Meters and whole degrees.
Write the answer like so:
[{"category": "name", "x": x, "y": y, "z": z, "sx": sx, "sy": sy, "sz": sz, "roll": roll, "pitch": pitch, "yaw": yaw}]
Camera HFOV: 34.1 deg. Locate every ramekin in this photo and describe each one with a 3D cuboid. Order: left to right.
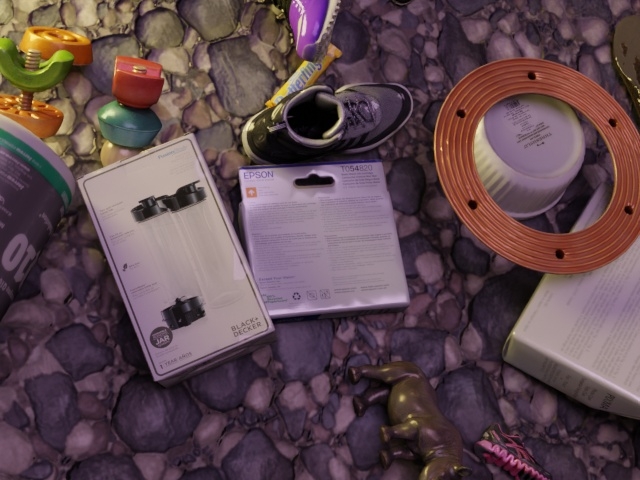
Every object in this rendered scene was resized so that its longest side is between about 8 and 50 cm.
[{"category": "ramekin", "x": 0.298, "y": -0.143, "z": 1.570, "sx": 0.207, "sy": 0.109, "sz": 0.207, "roll": 5, "pitch": 68, "yaw": -13}]

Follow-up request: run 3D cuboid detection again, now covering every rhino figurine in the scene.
[{"category": "rhino figurine", "x": 0.126, "y": 0.253, "z": 1.353, "sx": 0.106, "sy": 0.073, "sz": 0.243, "roll": -13, "pitch": 48, "yaw": -18}]

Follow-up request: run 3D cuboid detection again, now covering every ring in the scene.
[{"category": "ring", "x": 0.316, "y": -0.107, "z": 1.484, "sx": 0.336, "sy": 0.032, "sz": 0.337, "roll": 5, "pitch": 69, "yaw": -13}]

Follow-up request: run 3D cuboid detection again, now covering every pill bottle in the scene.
[{"category": "pill bottle", "x": -0.462, "y": 0.032, "z": 1.238, "sx": 0.204, "sy": 0.204, "sz": 0.361, "roll": 27, "pitch": 65, "yaw": -4}]

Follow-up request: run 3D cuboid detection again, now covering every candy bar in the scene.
[{"category": "candy bar", "x": -0.026, "y": -0.242, "z": 1.569, "sx": 0.040, "sy": 0.018, "sz": 0.161, "roll": 37, "pitch": 64, "yaw": 1}]

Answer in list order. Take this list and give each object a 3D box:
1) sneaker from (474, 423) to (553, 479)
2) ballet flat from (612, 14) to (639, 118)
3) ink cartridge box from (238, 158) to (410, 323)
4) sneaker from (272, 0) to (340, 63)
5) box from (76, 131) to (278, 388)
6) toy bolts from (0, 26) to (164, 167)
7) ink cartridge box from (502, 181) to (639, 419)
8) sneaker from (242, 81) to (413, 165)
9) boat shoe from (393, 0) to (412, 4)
[{"category": "sneaker", "x": 0.272, "y": 0.294, "z": 1.432, "sx": 0.119, "sy": 0.047, "sz": 0.057, "roll": 33, "pitch": 53, "yaw": -2}, {"category": "ballet flat", "x": 0.543, "y": -0.258, "z": 1.717, "sx": 0.084, "sy": 0.058, "sz": 0.250, "roll": -19, "pitch": 66, "yaw": 15}, {"category": "ink cartridge box", "x": 0.000, "y": 0.000, "z": 1.464, "sx": 0.223, "sy": 0.045, "sz": 0.224, "roll": -4, "pitch": 71, "yaw": -15}, {"category": "sneaker", "x": -0.048, "y": -0.389, "z": 1.576, "sx": 0.146, "sy": 0.102, "sz": 0.293, "roll": 6, "pitch": 57, "yaw": -8}, {"category": "box", "x": -0.185, "y": 0.025, "z": 1.359, "sx": 0.169, "sy": 0.087, "sz": 0.290, "roll": -24, "pitch": 77, "yaw": -5}, {"category": "toy bolts", "x": -0.329, "y": -0.181, "z": 1.420, "sx": 0.228, "sy": 0.218, "sz": 0.159, "roll": 12, "pitch": 110, "yaw": -10}, {"category": "ink cartridge box", "x": 0.499, "y": 0.126, "z": 1.477, "sx": 0.385, "sy": 0.091, "sz": 0.308, "roll": 29, "pitch": 63, "yaw": 15}, {"category": "sneaker", "x": 0.031, "y": -0.173, "z": 1.474, "sx": 0.268, "sy": 0.153, "sz": 0.101, "roll": -17, "pitch": 91, "yaw": -19}, {"category": "boat shoe", "x": 0.157, "y": -0.432, "z": 1.681, "sx": 0.049, "sy": 0.042, "sz": 0.133, "roll": 41, "pitch": 66, "yaw": 0}]
